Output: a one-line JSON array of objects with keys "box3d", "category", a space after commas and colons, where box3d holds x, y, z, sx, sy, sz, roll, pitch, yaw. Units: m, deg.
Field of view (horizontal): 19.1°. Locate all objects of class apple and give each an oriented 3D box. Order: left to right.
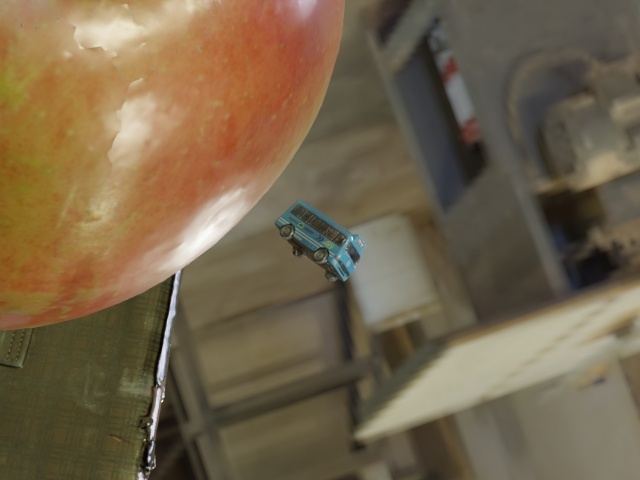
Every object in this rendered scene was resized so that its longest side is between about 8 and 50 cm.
[{"box3d": [-0.146, -0.120, 0.908, 0.319, 0.319, 0.277, -16, 154, -18], "category": "apple"}]

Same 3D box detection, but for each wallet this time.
[{"box3d": [-0.219, 0.094, 1.739, 0.169, 0.317, 0.044, 7, 152, 0], "category": "wallet"}]

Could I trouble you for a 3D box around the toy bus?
[{"box3d": [0.000, 0.000, 1.744, 0.046, 0.083, 0.038, -47, 143, -11], "category": "toy bus"}]
